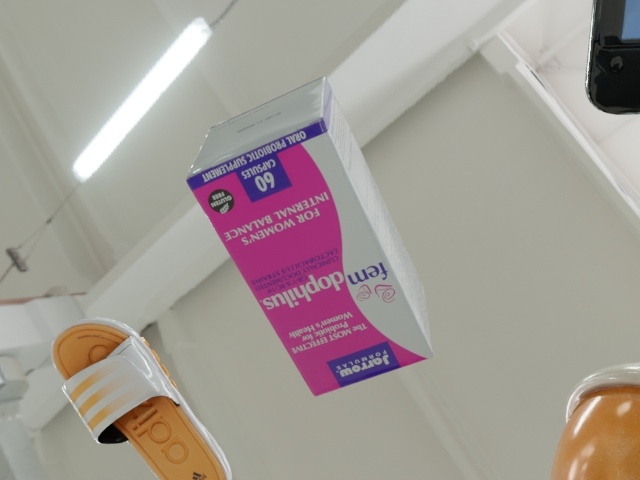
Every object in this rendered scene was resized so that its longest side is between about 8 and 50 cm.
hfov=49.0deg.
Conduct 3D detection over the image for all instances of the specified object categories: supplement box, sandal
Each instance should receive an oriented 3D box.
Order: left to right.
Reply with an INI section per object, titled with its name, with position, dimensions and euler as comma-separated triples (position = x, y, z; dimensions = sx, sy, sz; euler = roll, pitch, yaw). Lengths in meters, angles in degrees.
[sandal]
position = -0.198, 0.193, 0.769
dimensions = 0.102, 0.076, 0.265
euler = -44, -94, 7
[supplement box]
position = 0.000, 0.000, 0.573
dimensions = 0.111, 0.114, 0.220
euler = -22, -64, 13

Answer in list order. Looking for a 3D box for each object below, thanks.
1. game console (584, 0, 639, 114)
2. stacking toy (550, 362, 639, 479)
[game console]
position = 0.333, -0.211, 0.467
dimensions = 0.250, 0.173, 0.293
euler = 0, -65, 9
[stacking toy]
position = 0.258, 0.376, 0.600
dimensions = 0.350, 0.350, 0.480
euler = 38, -115, 23
